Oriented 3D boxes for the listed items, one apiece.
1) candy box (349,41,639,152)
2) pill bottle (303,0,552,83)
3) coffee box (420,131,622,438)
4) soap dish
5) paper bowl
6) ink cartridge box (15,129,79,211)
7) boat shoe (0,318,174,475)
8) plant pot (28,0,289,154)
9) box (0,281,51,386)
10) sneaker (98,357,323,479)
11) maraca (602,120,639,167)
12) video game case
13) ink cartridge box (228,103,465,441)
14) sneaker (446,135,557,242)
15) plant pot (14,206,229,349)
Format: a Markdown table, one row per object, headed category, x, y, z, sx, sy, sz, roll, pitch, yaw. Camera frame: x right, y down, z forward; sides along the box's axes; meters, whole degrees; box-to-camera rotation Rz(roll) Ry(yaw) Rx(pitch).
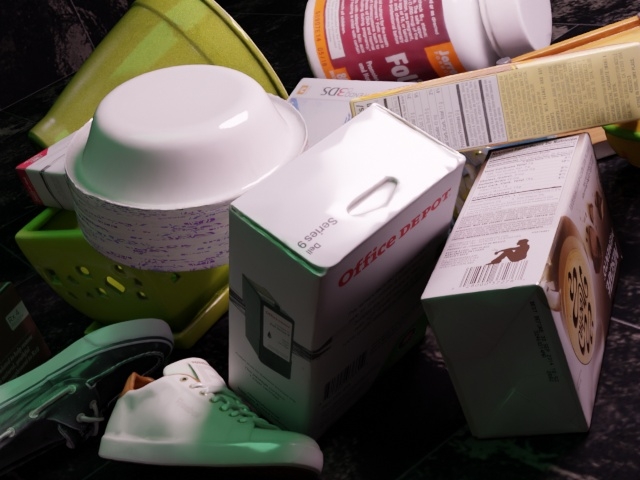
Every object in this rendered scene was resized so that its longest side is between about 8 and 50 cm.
| category | x | y | z | sx | sy | sz | roll | pitch | yaw |
| --- | --- | --- | --- | --- | --- | --- | --- | --- | --- |
| candy box | 0.208 | -0.157 | 1.212 | 0.316 | 0.087 | 0.183 | -10 | 7 | 16 |
| pill bottle | 0.188 | -0.377 | 1.844 | 0.392 | 0.224 | 0.224 | -8 | 29 | 30 |
| coffee box | 0.214 | 0.036 | 1.059 | 0.119 | 0.168 | 0.297 | -9 | 27 | 28 |
| soap dish | 0.383 | -0.210 | 1.470 | 0.291 | 0.118 | 0.229 | -18 | 25 | 13 |
| paper bowl | -0.154 | -0.102 | 1.227 | 0.284 | 0.148 | 0.284 | -4 | 34 | 3 |
| ink cartridge box | -0.316 | -0.093 | 1.392 | 0.109 | 0.063 | 0.150 | -37 | 28 | -29 |
| boat shoe | -0.302 | 0.198 | 1.255 | 0.301 | 0.108 | 0.102 | -25 | 57 | -14 |
| plant pot | -0.290 | -0.201 | 1.795 | 0.353 | 0.366 | 0.366 | -42 | 29 | -14 |
| box | -0.596 | 0.183 | 1.484 | 0.381 | 0.143 | 0.191 | -11 | 27 | 28 |
| sneaker | -0.115 | 0.178 | 1.074 | 0.290 | 0.106 | 0.123 | -2 | 68 | 38 |
| maraca | 0.441 | -0.135 | 1.303 | 0.185 | 0.099 | 0.127 | 2 | 21 | -4 |
| video game case | -0.022 | -0.106 | 1.563 | 0.300 | 0.036 | 0.329 | 14 | 65 | 53 |
| ink cartridge box | 0.020 | 0.038 | 1.057 | 0.121 | 0.289 | 0.211 | 36 | 55 | 24 |
| sneaker | 0.169 | -0.045 | 1.316 | 0.319 | 0.127 | 0.208 | -29 | 22 | 8 |
| plant pot | -0.226 | 0.017 | 1.419 | 0.227 | 0.207 | 0.228 | -2 | 32 | 38 |
